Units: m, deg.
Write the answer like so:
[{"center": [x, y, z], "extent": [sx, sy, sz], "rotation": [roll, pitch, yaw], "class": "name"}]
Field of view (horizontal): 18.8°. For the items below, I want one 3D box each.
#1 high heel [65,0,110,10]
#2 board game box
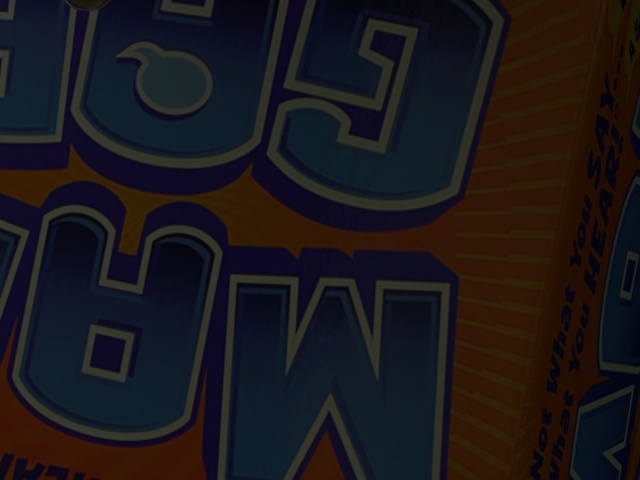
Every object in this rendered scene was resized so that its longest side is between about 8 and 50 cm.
[{"center": [-0.059, -0.140, 0.606], "extent": [0.082, 0.117, 0.244], "rotation": [12, 179, -14], "class": "high heel"}, {"center": [0.000, 0.000, 0.970], "extent": [0.356, 0.356, 0.356], "rotation": [11, 179, 23], "class": "board game box"}]
